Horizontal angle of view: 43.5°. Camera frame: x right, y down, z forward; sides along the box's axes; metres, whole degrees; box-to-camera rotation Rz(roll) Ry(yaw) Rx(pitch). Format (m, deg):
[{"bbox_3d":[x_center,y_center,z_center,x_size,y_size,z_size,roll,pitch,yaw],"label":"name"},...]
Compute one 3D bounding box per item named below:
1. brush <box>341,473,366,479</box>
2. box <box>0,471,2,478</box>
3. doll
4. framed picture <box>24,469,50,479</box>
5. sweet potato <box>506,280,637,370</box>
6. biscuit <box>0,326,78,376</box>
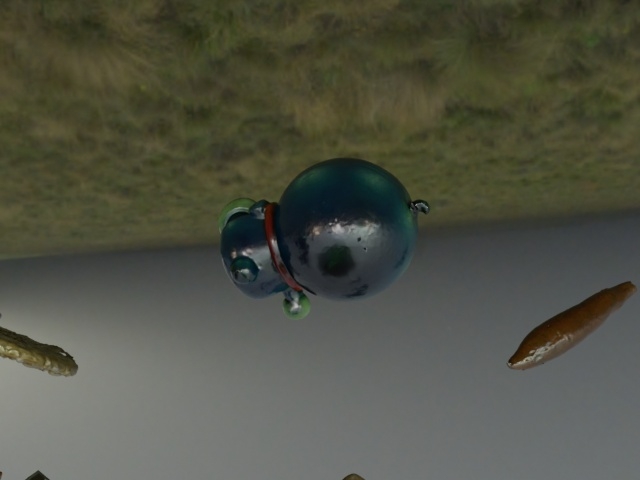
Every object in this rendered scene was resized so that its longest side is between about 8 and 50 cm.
[{"bbox_3d":[0.112,0.504,1.410,0.174,0.267,0.166,-7,-160,39],"label":"brush"},{"bbox_3d":[-0.524,0.399,0.943,0.089,0.198,0.313,21,-170,9],"label":"box"},{"bbox_3d":[0.000,-0.001,1.120,0.321,0.199,0.186,-22,-164,20],"label":"doll"},{"bbox_3d":[-0.602,0.548,1.654,0.109,0.011,0.149,33,-146,17],"label":"framed picture"},{"bbox_3d":[0.376,0.124,1.183,0.264,0.057,0.057,-26,-172,-20],"label":"sweet potato"},{"bbox_3d":[-0.383,0.110,0.928,0.219,0.033,0.220,21,169,4],"label":"biscuit"}]
